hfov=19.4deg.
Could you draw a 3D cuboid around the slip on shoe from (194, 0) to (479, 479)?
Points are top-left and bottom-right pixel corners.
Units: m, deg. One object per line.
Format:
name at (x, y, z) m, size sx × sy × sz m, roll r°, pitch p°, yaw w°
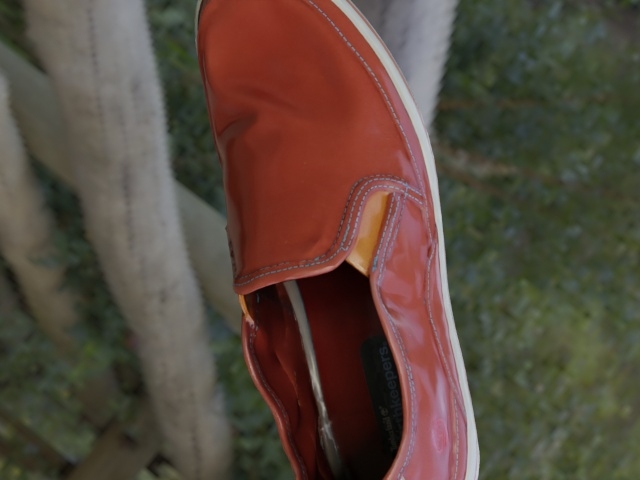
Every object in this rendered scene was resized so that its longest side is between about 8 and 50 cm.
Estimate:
slip on shoe at (0.000, 0.000, 1.007) m, size 0.123 × 0.331 × 0.101 m, roll -18°, pitch 172°, yaw 28°
